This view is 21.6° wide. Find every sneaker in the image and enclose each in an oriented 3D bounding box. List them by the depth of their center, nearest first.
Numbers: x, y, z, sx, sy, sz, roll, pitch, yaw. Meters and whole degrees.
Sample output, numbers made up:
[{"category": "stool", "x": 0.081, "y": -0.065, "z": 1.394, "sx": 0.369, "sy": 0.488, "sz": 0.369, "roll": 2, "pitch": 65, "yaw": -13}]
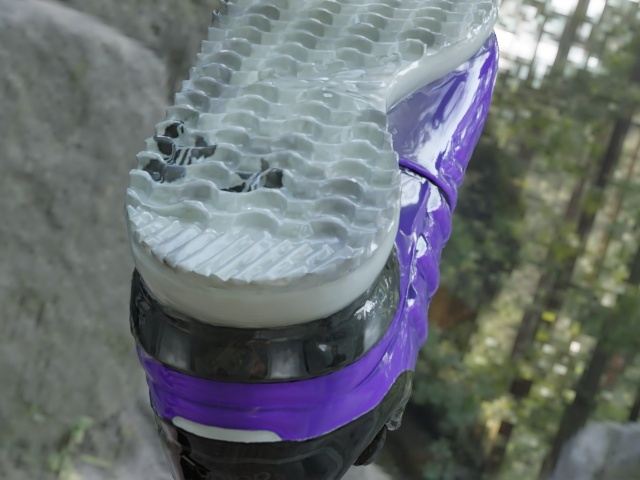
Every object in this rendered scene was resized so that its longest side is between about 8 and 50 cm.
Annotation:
[{"category": "sneaker", "x": -0.001, "y": 0.000, "z": 0.617, "sx": 0.102, "sy": 0.146, "sz": 0.293, "roll": 7, "pitch": 29, "yaw": 14}]
